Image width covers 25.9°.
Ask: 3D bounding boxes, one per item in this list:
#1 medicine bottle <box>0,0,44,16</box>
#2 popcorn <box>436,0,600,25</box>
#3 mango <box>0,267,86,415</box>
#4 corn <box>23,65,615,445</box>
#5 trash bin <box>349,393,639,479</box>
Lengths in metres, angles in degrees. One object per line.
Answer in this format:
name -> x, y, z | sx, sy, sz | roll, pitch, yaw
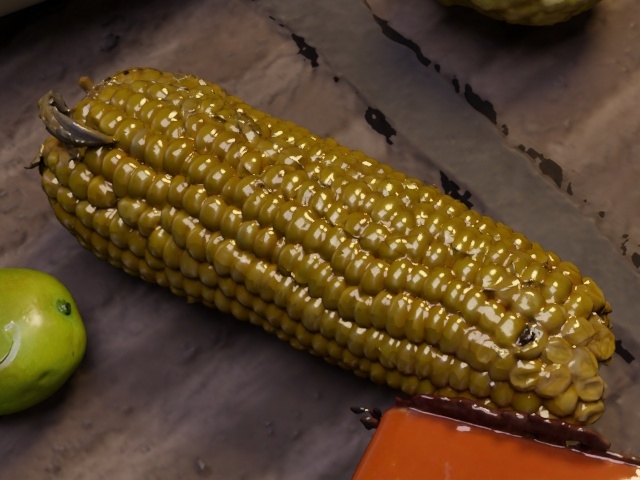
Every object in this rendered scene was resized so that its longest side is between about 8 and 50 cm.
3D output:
medicine bottle -> -0.158, -0.214, 0.739 | 0.293, 0.170, 0.170 | -20, 59, 1
popcorn -> 0.096, -0.163, 0.697 | 0.106, 0.116, 0.121 | -20, 100, 9
mango -> -0.162, 0.049, 0.655 | 0.108, 0.056, 0.073 | -11, 53, 8
corn -> 0.000, 0.000, 0.627 | 0.293, 0.106, 0.106 | 22, 67, 21
trash bin -> 0.028, 0.186, 0.489 | 0.184, 0.161, 0.239 | 11, 56, 17
